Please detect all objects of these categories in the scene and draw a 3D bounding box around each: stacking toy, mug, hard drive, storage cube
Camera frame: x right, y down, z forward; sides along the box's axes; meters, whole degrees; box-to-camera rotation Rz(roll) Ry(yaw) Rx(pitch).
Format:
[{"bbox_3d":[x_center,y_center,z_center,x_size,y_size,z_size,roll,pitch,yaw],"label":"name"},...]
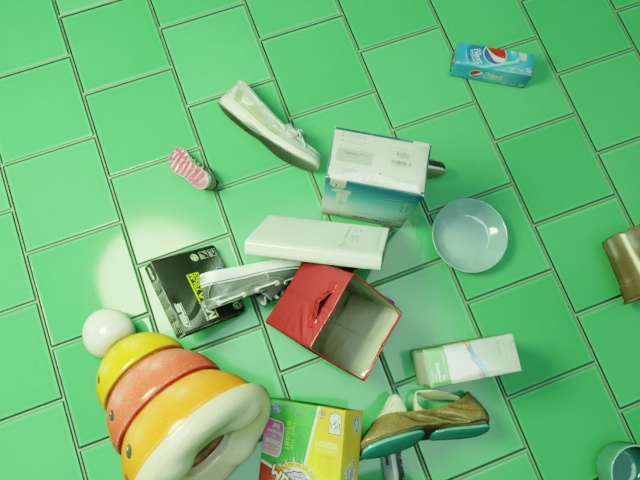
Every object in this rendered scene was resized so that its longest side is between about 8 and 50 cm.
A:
[{"bbox_3d":[-0.377,0.328,1.225,0.480,0.350,0.350,38,78,26],"label":"stacking toy"},{"bbox_3d":[0.701,0.543,1.274,0.158,0.097,0.129,-38,82,-9],"label":"mug"},{"bbox_3d":[0.000,0.000,1.299,0.308,0.203,0.040,6,111,10],"label":"hard drive"},{"bbox_3d":[0.028,0.173,1.248,0.215,0.193,0.183,39,76,-34],"label":"storage cube"}]

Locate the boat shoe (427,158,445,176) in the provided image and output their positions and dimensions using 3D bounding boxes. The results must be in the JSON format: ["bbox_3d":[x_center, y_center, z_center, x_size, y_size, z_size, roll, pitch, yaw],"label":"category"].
[{"bbox_3d":[0.214,-0.220,1.432,0.233,0.084,0.079,14,78,4],"label":"boat shoe"}]

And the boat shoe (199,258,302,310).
[{"bbox_3d":[-0.132,0.104,1.316,0.302,0.108,0.102,-9,80,-24],"label":"boat shoe"}]

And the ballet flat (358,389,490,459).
[{"bbox_3d":[0.225,0.408,1.264,0.343,0.116,0.124,-6,49,-18],"label":"ballet flat"}]

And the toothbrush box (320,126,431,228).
[{"bbox_3d":[0.119,-0.137,1.303,0.217,0.295,0.126,10,76,1],"label":"toothbrush box"}]

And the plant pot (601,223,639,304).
[{"bbox_3d":[0.795,0.053,1.361,0.167,0.167,0.165,-18,71,-6],"label":"plant pot"}]

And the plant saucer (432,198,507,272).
[{"bbox_3d":[0.380,-0.010,1.415,0.195,0.037,0.194,0,78,-1],"label":"plant saucer"}]

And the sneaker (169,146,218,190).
[{"bbox_3d":[-0.325,-0.178,1.419,0.170,0.075,0.063,39,97,29],"label":"sneaker"}]

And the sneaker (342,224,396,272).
[{"bbox_3d":[0.121,0.031,1.390,0.089,0.051,0.170,21,74,7],"label":"sneaker"}]

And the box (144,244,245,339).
[{"bbox_3d":[-0.295,0.117,1.310,0.184,0.045,0.190,-15,74,-48],"label":"box"}]

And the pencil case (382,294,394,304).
[{"bbox_3d":[0.129,0.208,1.345,0.070,0.064,0.151,13,75,29],"label":"pencil case"}]

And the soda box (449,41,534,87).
[{"bbox_3d":[0.467,-0.478,1.503,0.210,0.071,0.067,9,78,0],"label":"soda box"}]

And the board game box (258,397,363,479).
[{"bbox_3d":[-0.030,0.518,1.198,0.242,0.064,0.316,-7,73,41],"label":"board game box"}]

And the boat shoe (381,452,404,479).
[{"bbox_3d":[0.169,0.499,1.296,0.040,0.049,0.142,11,66,-36],"label":"boat shoe"}]

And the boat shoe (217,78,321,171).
[{"bbox_3d":[-0.120,-0.296,1.423,0.320,0.118,0.103,37,83,13],"label":"boat shoe"}]

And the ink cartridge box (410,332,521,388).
[{"bbox_3d":[0.335,0.281,1.290,0.213,0.154,0.093,-11,78,-5],"label":"ink cartridge box"}]
